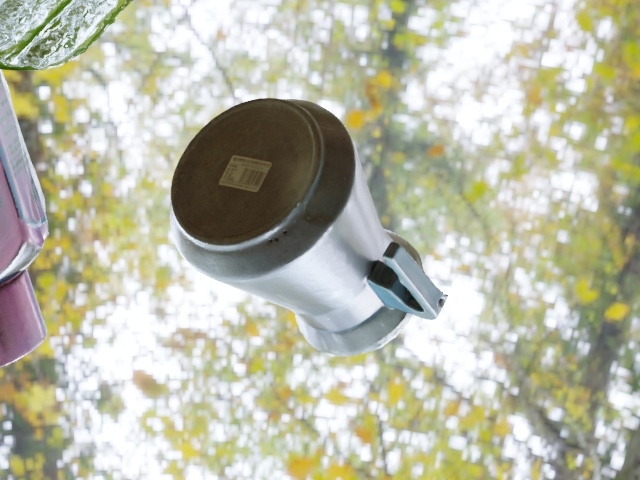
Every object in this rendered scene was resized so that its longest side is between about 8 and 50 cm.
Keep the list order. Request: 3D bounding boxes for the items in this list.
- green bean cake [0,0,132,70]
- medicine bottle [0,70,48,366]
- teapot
[{"bbox_3d":[-0.209,-0.213,0.735,0.250,0.156,0.247,4,-126,-56],"label":"green bean cake"},{"bbox_3d":[-0.226,-0.018,0.890,0.119,0.188,0.094,-15,-164,-1],"label":"medicine bottle"},{"bbox_3d":[0.000,0.000,1.281,0.203,0.225,0.171,20,-107,38],"label":"teapot"}]
